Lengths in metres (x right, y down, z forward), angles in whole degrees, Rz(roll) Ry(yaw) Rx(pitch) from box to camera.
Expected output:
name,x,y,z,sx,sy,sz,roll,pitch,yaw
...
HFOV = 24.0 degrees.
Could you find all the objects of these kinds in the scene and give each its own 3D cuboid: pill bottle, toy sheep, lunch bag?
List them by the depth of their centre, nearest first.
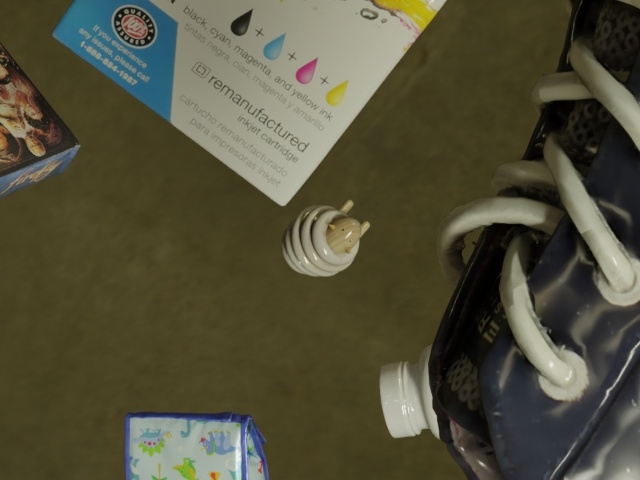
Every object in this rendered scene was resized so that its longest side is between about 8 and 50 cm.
name,x,y,z,sx,sy,sz,roll,pitch,yaw
lunch bag,-0.121,0.233,1.478,0.128,0.096,0.151,-1,120,13
pill bottle,0.160,0.158,1.611,0.180,0.108,0.108,-10,83,13
toy sheep,0.000,0.000,1.715,0.091,0.132,0.091,12,69,-33

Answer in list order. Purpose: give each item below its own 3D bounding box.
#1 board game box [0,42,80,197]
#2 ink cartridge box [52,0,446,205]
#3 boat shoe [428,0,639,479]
name,x,y,z,sx,sy,sz,roll,pitch,yaw
board game box,-0.325,-0.089,1.160,0.165,0.042,0.243,51,41,8
ink cartridge box,-0.011,-0.176,0.893,0.171,0.168,0.233,37,106,-7
boat shoe,0.092,-0.022,0.380,0.158,0.127,0.340,-22,109,-6
